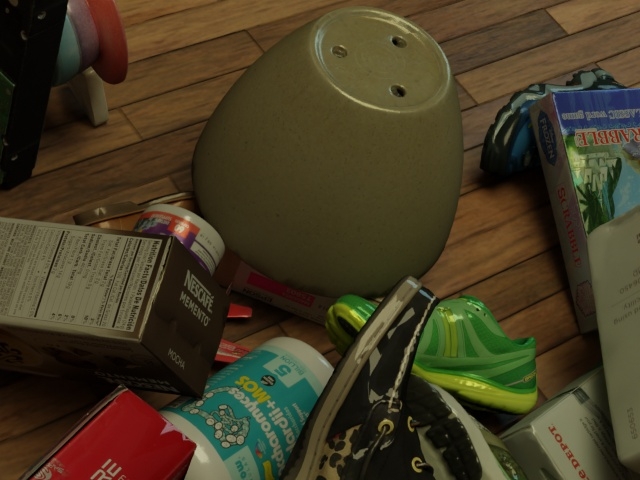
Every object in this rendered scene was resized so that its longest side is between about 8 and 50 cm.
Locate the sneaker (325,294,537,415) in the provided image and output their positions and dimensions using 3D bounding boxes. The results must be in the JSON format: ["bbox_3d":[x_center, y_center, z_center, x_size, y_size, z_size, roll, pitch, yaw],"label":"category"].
[{"bbox_3d":[0.131,0.116,1.690,0.296,0.109,0.123,23,72,-28],"label":"sneaker"}]

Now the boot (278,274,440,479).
[{"bbox_3d":[0.109,0.252,1.432,0.284,0.138,0.377,25,76,5],"label":"boot"}]

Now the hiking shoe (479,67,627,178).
[{"bbox_3d":[0.350,-0.157,2.011,0.304,0.113,0.132,-28,47,-35],"label":"hiking shoe"}]

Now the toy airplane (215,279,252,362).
[{"bbox_3d":[-0.133,0.106,1.688,0.151,0.028,0.151,1,47,-1],"label":"toy airplane"}]

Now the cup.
[{"bbox_3d":[0.036,-0.132,1.692,0.331,0.237,0.331,11,49,-13],"label":"cup"}]

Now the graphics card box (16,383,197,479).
[{"bbox_3d":[-0.241,0.315,1.250,0.094,0.371,0.233,36,48,10],"label":"graphics card box"}]

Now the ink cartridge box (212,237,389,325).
[{"bbox_3d":[0.000,0.000,1.787,0.235,0.088,0.193,22,49,-3],"label":"ink cartridge box"}]

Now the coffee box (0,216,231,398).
[{"bbox_3d":[-0.266,0.065,1.487,0.297,0.168,0.118,6,66,20],"label":"coffee box"}]

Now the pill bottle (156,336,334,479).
[{"bbox_3d":[-0.101,0.220,1.530,0.264,0.146,0.146,-32,68,-36],"label":"pill bottle"}]

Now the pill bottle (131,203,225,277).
[{"bbox_3d":[-0.195,0.063,1.632,0.108,0.108,0.193,26,61,1],"label":"pill bottle"}]

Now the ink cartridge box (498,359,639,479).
[{"bbox_3d":[0.321,0.242,1.684,0.208,0.087,0.153,-28,83,-38],"label":"ink cartridge box"}]

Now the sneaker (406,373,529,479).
[{"bbox_3d":[0.207,0.313,1.576,0.410,0.158,0.182,57,21,8],"label":"sneaker"}]

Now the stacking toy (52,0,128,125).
[{"bbox_3d":[-0.371,-0.278,1.767,0.130,0.279,0.309,-28,68,-24],"label":"stacking toy"}]

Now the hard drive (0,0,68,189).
[{"bbox_3d":[-0.404,-0.243,1.666,0.237,0.339,0.064,43,50,16],"label":"hard drive"}]

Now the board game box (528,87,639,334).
[{"bbox_3d":[0.461,-0.050,1.943,0.319,0.066,0.317,-6,77,-24],"label":"board game box"}]

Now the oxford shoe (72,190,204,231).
[{"bbox_3d":[-0.196,-0.017,1.755,0.212,0.076,0.076,-15,89,-32],"label":"oxford shoe"}]

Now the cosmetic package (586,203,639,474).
[{"bbox_3d":[0.564,0.124,1.654,0.394,0.329,0.327,30,41,-31],"label":"cosmetic package"}]
